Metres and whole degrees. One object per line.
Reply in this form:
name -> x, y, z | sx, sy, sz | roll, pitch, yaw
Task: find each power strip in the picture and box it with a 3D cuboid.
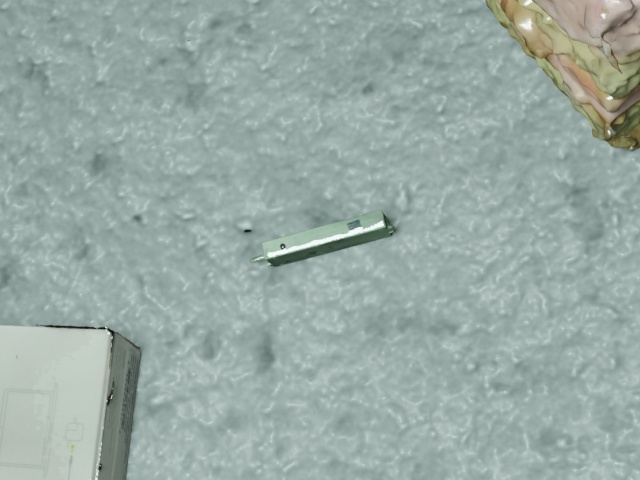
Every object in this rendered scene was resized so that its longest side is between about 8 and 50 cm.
power strip -> 0.000, 0.000, 1.711 | 0.136, 0.051, 0.019 | -15, 79, 8

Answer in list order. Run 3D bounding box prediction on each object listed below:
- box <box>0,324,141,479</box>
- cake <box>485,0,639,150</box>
box -> -0.300, 0.181, 1.692 | 0.252, 0.106, 0.203 | 2, 76, 11
cake -> 0.254, -0.301, 1.609 | 0.293, 0.307, 0.314 | -42, 72, -4
